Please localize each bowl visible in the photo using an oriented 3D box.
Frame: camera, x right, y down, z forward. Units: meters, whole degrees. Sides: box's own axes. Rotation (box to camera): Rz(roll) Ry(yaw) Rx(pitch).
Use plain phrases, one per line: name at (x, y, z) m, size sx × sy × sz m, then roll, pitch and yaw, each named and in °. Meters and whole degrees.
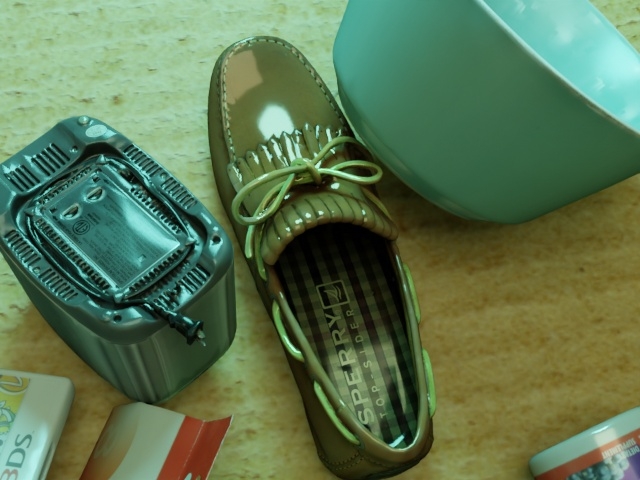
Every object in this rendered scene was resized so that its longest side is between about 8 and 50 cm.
bowl at (0.132, -0.134, 0.872) m, size 0.312 × 0.163 × 0.311 m, roll 31°, pitch 31°, yaw -21°

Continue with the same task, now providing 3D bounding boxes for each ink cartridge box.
ink cartridge box at (-0.135, 0.183, 0.741) m, size 0.045 × 0.179 × 0.145 m, roll 30°, pitch 67°, yaw -16°

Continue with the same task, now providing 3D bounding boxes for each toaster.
toaster at (-0.146, 0.025, 0.800) m, size 0.227 × 0.146 × 0.129 m, roll 39°, pitch 66°, yaw 23°

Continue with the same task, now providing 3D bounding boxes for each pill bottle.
pill bottle at (0.250, 0.234, 0.818) m, size 0.108 × 0.108 × 0.193 m, roll -22°, pitch 74°, yaw -16°

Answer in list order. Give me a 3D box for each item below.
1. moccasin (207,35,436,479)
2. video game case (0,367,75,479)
moccasin at (-0.003, 0.000, 0.847) m, size 0.139 × 0.147 × 0.380 m, roll -9°, pitch 71°, yaw -12°
video game case at (-0.312, 0.169, 0.746) m, size 0.227 × 0.026 × 0.206 m, roll 7°, pitch 47°, yaw 4°
